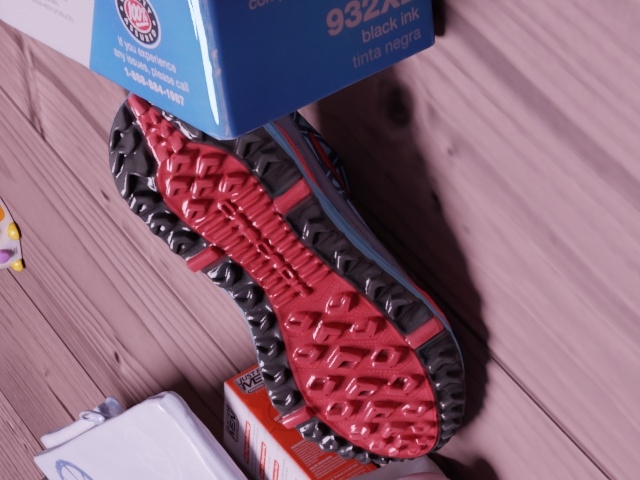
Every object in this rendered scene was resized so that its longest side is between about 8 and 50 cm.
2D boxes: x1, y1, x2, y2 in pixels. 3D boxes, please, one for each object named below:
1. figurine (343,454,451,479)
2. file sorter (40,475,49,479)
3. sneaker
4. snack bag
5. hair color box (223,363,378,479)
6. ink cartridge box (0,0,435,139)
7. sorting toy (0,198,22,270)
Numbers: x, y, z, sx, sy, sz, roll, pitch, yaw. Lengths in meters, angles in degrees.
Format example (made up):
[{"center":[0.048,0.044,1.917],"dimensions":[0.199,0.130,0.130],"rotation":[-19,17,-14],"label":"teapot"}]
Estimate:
[{"center":[-0.016,0.233,0.852],"dimensions":[0.092,0.209,0.215],"rotation":[-125,23,-55],"label":"figurine"},{"center":[-0.227,0.373,1.355],"dimensions":[0.278,0.173,0.193],"rotation":[58,158,-2],"label":"file sorter"},{"center":[0.000,0.000,0.787],"dimensions":[0.104,0.125,0.262],"rotation":[-25,114,21],"label":"sneaker"},{"center":[-0.069,0.246,1.101],"dimensions":[0.323,0.037,0.342],"rotation":[52,152,-3],"label":"snack bag"},{"center":[-0.006,0.148,0.959],"dimensions":[0.141,0.043,0.072],"rotation":[45,148,30],"label":"hair color box"},{"center":[-0.077,-0.231,0.655],"dimensions":[0.223,0.129,0.308],"rotation":[32,139,46],"label":"ink cartridge box"},{"center":[-0.310,0.012,1.336],"dimensions":[0.045,0.075,0.083],"rotation":[44,148,33],"label":"sorting toy"}]
